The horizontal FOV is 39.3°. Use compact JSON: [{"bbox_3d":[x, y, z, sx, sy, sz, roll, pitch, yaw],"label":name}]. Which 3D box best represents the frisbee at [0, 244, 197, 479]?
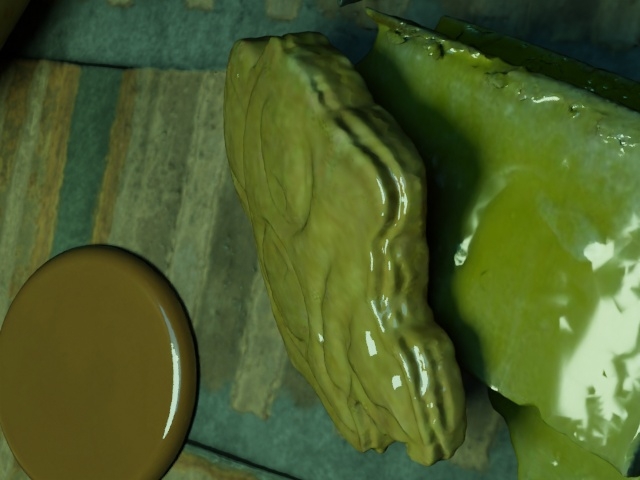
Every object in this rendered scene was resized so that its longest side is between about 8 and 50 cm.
[{"bbox_3d":[-0.222,0.128,0.852,0.250,0.021,0.251,-2,86,28],"label":"frisbee"}]

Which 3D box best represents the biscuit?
[{"bbox_3d":[-0.004,0.001,0.628,0.376,0.051,0.269,-122,26,-44],"label":"biscuit"}]

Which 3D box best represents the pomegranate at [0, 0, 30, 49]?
[{"bbox_3d":[-0.468,-0.267,0.808,0.411,0.411,0.412,-3,84,28],"label":"pomegranate"}]

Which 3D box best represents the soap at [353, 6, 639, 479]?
[{"bbox_3d":[0.121,0.031,0.599,0.338,0.169,0.304,36,117,45],"label":"soap"}]

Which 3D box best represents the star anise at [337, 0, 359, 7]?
[{"bbox_3d":[0.067,-0.315,0.683,0.212,0.129,0.283,24,105,34],"label":"star anise"}]
